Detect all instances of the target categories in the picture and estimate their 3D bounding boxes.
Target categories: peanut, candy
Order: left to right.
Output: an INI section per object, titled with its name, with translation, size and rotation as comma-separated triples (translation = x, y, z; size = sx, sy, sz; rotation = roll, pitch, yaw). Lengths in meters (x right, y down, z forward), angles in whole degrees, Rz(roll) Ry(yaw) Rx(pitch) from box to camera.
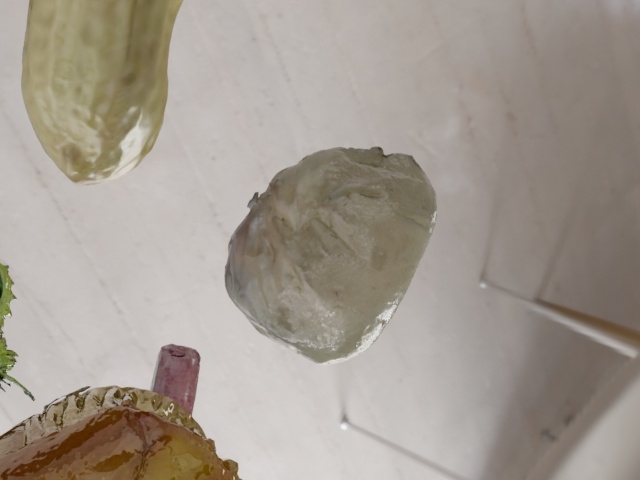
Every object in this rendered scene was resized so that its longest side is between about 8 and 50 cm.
[peanut]
translation = -0.170, -0.199, 0.977
size = 0.147, 0.147, 0.319
rotation = -15, 121, -40
[candy]
translation = -0.145, 0.151, 1.153
size = 0.043, 0.103, 0.103
rotation = 11, 96, -10

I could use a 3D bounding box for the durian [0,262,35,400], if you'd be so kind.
[durian]
translation = -0.510, 0.067, 1.697
size = 0.106, 0.375, 0.132
rotation = -38, 175, 17

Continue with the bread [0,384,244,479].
[bread]
translation = -0.186, 0.223, 0.827
size = 0.288, 0.156, 0.204
rotation = -29, 86, -10

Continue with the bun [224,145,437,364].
[bun]
translation = -0.005, 0.014, 1.441
size = 0.204, 0.281, 0.282
rotation = 25, 84, -9
